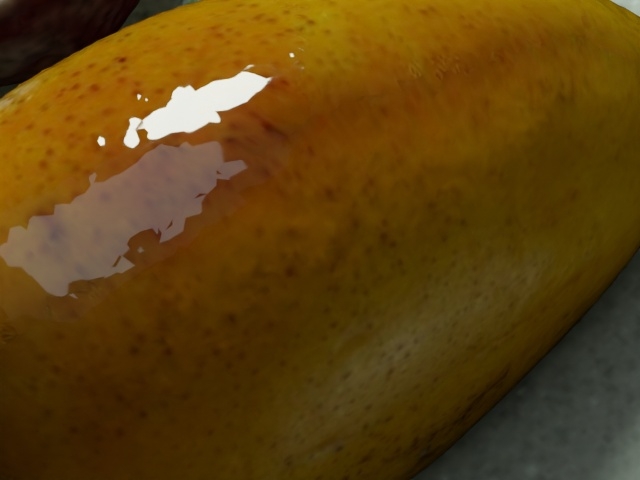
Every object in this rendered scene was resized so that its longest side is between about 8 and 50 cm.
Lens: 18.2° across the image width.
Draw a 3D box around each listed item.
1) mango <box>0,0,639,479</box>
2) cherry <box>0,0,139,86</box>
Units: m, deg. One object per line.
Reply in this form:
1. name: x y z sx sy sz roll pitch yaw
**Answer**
1. mango: 0.000 0.000 0.769 0.350 0.199 0.201 -24 87 -15
2. cherry: -0.163 -0.195 0.887 0.203 0.230 0.300 -14 40 14
